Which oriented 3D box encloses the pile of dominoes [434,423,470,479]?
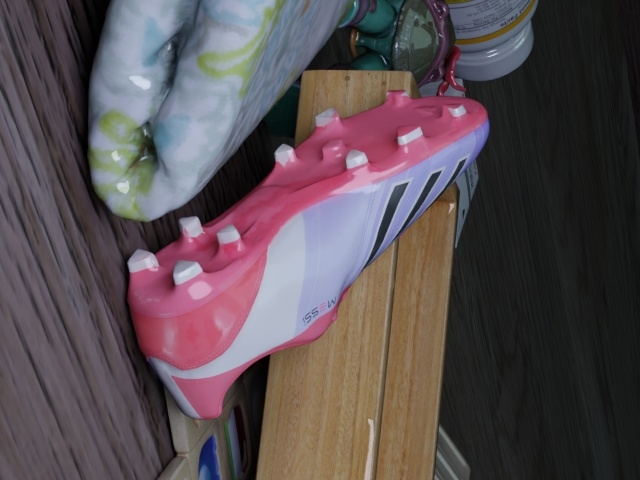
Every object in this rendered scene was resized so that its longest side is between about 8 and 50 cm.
[{"bbox_3d":[0.073,0.231,1.468,0.196,0.040,0.251,55,24,-17],"label":"pile of dominoes"}]

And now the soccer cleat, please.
[{"bbox_3d":[0.000,0.000,1.071,0.248,0.083,0.095,-34,123,-33],"label":"soccer cleat"}]

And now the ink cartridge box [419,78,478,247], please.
[{"bbox_3d":[0.089,-0.064,1.633,0.135,0.056,0.099,-66,147,-60],"label":"ink cartridge box"}]

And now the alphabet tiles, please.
[{"bbox_3d":[-0.039,0.164,1.190,0.342,0.011,0.285,-52,137,-69],"label":"alphabet tiles"}]

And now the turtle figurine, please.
[{"bbox_3d":[0.032,-0.143,1.351,0.234,0.118,0.175,-32,117,-67],"label":"turtle figurine"}]

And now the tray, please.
[{"bbox_3d":[0.018,0.127,1.187,0.203,0.076,0.411,58,37,-68],"label":"tray"}]

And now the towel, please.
[{"bbox_3d":[-0.004,-0.225,1.025,0.320,0.090,0.374,-53,166,-63],"label":"towel"}]

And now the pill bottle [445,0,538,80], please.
[{"bbox_3d":[0.122,-0.235,1.686,0.208,0.117,0.118,67,24,-50],"label":"pill bottle"}]
